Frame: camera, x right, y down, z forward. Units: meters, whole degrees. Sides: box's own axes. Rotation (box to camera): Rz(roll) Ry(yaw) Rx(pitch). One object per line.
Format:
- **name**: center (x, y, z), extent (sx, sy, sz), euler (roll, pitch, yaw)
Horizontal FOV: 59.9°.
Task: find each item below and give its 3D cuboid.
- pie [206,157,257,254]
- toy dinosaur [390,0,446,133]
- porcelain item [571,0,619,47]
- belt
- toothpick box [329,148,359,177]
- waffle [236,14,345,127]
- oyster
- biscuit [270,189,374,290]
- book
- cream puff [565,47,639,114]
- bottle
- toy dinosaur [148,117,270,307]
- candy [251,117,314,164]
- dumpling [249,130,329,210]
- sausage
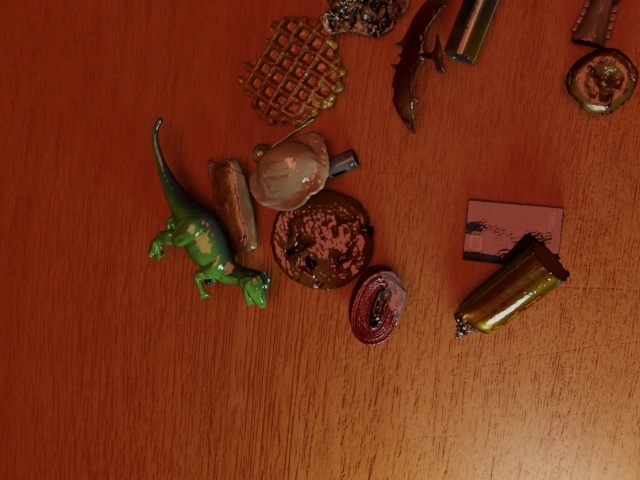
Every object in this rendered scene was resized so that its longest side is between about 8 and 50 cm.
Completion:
- **pie**: center (-0.249, -0.101, 1.571), extent (0.128, 0.068, 0.283), euler (-6, 102, 34)
- **toy dinosaur**: center (0.257, -0.453, 1.356), extent (0.206, 0.112, 0.327), euler (-16, 68, 54)
- **porcelain item**: center (0.639, -0.549, 1.249), extent (0.084, 0.054, 0.213), euler (19, 103, 12)
- **belt**: center (0.144, 0.163, 1.458), extent (0.128, 0.124, 0.201), euler (17, 96, -3)
- **toothpick box**: center (0.056, -0.204, 1.475), extent (0.083, 0.052, 0.052), euler (-23, 90, 20)
- **waffle**: center (-0.080, -0.455, 1.484), extent (0.300, 0.058, 0.282), euler (-31, 86, 18)
- **oyster**: center (0.117, -0.626, 1.393), extent (0.214, 0.083, 0.223), euler (4, 92, 14)
- **biscuit**: center (-0.001, 0.001, 1.507), extent (0.295, 0.075, 0.296), euler (2, 98, 17)
- **book**: center (0.477, -0.015, 1.381), extent (0.228, 0.024, 0.160), euler (7, 100, 16)
- **cream puff**: center (0.635, -0.359, 1.259), extent (0.149, 0.084, 0.149), euler (4, 102, 19)
- **bottle**: center (0.382, -0.572, 1.312), extent (0.082, 0.082, 0.286), euler (23, 103, 13)
- **toy dinosaur**: center (-0.313, -0.068, 1.513), extent (0.374, 0.144, 0.500), euler (10, 112, 25)
- **candy**: center (-0.101, -0.276, 1.524), extent (0.202, 0.061, 0.061), euler (-32, 87, 10)
- **dumpling**: center (-0.081, -0.168, 1.470), extent (0.252, 0.131, 0.179), euler (-29, 75, 17)
- **sausage**: center (0.440, 0.141, 1.354), extent (0.317, 0.125, 0.117), euler (-46, 48, 25)
